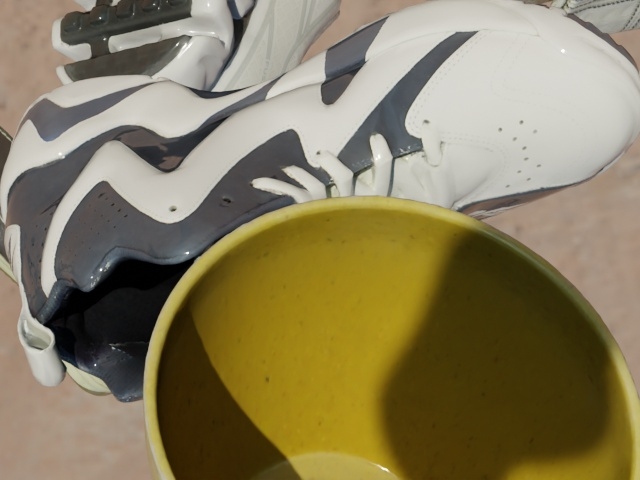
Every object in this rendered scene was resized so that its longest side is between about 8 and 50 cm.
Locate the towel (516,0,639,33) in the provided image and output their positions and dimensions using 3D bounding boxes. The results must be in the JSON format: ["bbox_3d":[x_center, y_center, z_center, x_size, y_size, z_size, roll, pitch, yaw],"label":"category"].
[{"bbox_3d":[0.300,-0.248,1.388,0.324,0.056,0.312,-9,157,-25],"label":"towel"}]

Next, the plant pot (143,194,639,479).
[{"bbox_3d":[0.012,0.068,0.549,0.134,0.134,0.095,4,146,-11],"label":"plant pot"}]

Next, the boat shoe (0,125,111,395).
[{"bbox_3d":[-0.177,0.005,1.353,0.073,0.080,0.223,-19,109,34],"label":"boat shoe"}]

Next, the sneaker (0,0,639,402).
[{"bbox_3d":[0.000,0.000,0.672,0.235,0.153,0.094,-4,130,3],"label":"sneaker"}]

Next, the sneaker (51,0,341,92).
[{"bbox_3d":[-0.034,-0.166,0.919,0.110,0.292,0.118,-3,151,37],"label":"sneaker"}]
